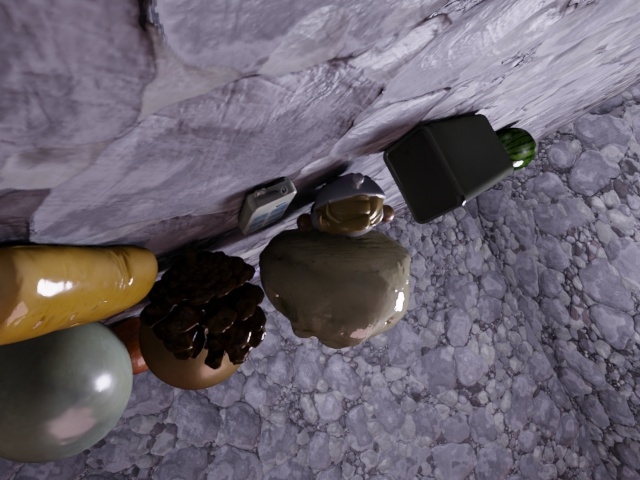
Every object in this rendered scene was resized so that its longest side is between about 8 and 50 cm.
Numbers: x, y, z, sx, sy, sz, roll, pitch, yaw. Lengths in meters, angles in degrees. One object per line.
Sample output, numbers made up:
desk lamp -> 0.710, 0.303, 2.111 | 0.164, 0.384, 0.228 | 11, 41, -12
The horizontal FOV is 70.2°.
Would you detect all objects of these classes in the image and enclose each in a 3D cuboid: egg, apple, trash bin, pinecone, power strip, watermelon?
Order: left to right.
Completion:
egg -> -0.469, 0.252, 0.802 | 0.259, 0.258, 0.352 | -24, 169, -24
apple -> -0.615, 0.346, 1.516 | 0.174, 0.188, 0.188 | -37, 174, 8
egg -> -0.349, 0.259, 1.285 | 0.301, 0.300, 0.374 | -25, -174, -17
pinecone -> -0.233, 0.148, 0.952 | 0.244, 0.309, 0.244 | -15, -144, 11
power strip -> -0.096, -0.056, 0.786 | 0.082, 0.035, 0.192 | -25, 176, -18
trash bin -> 0.266, -0.157, 0.920 | 0.241, 0.164, 0.122 | -27, 177, -41
watermelon -> 0.586, -0.280, 1.442 | 0.188, 0.140, 0.141 | -21, 174, -14

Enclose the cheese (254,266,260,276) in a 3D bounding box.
cheese -> -0.291, 0.140, 1.887 | 0.105, 0.042, 0.191 | -25, 173, -32

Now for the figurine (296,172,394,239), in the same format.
figurine -> 0.055, -0.071, 0.951 | 0.194, 0.133, 0.274 | -4, -174, 10

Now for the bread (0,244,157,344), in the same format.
bread -> -0.320, 0.064, 0.573 | 0.142, 0.091, 0.305 | -32, 176, 6

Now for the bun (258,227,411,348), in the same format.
bun -> 0.035, 0.090, 1.014 | 0.326, 0.234, 0.362 | -19, -151, -37
